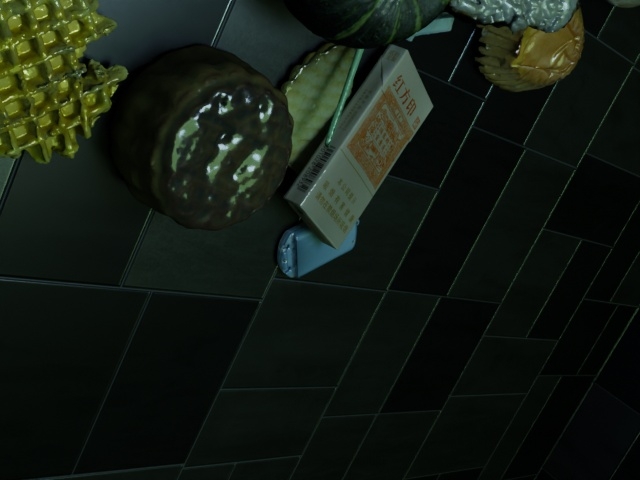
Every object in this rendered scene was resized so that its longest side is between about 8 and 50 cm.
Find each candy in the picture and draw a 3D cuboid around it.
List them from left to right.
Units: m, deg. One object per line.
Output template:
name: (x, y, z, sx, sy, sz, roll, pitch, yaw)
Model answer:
candy: (0.067, -0.322, 1.510, 0.092, 0.093, 0.335, 20, 90, -22)

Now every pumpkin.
pumpkin: (0.077, -0.457, 1.322, 0.323, 0.241, 0.323, -13, 122, -22)

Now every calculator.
calculator: (0.000, 0.000, 1.773, 0.210, 0.039, 0.121, -27, 137, -29)

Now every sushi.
sushi: (0.322, -0.482, 1.573, 0.344, 0.182, 0.196, 3, 103, -21)

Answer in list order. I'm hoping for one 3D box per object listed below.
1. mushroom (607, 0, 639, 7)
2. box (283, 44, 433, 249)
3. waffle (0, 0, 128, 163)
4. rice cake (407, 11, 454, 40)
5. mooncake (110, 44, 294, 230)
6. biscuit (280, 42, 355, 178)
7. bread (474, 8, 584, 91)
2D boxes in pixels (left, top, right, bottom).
mushroom: (0.736, -0.620, 1.883, 0.244, 0.243, 0.243, -25, 134, -30)
box: (0.082, -0.177, 1.656, 0.365, 0.051, 0.204, -56, 148, -10)
waffle: (-0.397, -0.234, 1.191, 0.250, 0.056, 0.261, 23, 103, -50)
rice cake: (0.187, -0.410, 1.651, 0.180, 0.030, 0.042, -18, 132, -34)
mooncake: (-0.183, -0.160, 1.374, 0.290, 0.161, 0.290, -25, 132, -31)
biscuit: (-0.017, -0.232, 1.581, 0.187, 0.036, 0.273, -21, 131, -35)
bread: (0.455, -0.432, 1.811, 0.274, 0.149, 0.274, -21, 134, -24)
